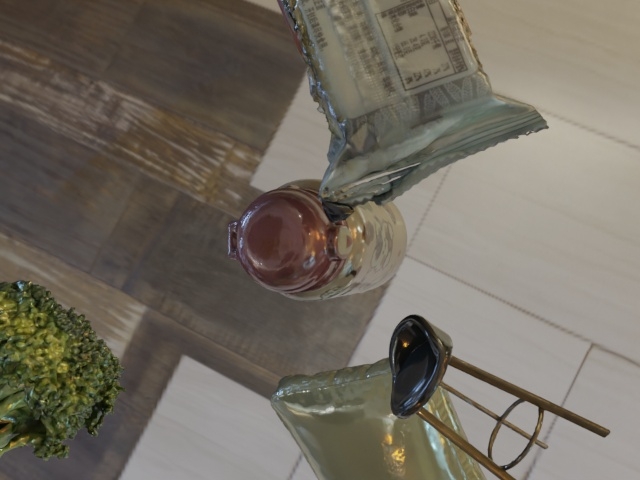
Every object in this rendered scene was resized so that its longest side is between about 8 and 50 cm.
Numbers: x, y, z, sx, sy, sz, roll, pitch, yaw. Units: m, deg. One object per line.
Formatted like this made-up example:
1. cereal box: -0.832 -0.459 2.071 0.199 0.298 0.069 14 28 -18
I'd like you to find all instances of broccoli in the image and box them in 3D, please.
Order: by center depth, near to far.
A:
1. broccoli: -0.442 0.173 1.166 0.375 0.302 0.249 -6 92 18

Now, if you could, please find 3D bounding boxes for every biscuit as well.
1. biscuit: 0.038 -0.184 0.788 0.186 0.079 0.309 -23 74 4

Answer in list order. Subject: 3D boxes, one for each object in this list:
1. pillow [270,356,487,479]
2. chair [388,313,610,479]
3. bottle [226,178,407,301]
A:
1. pillow: 0.097 0.311 1.347 0.255 0.120 0.322 -14 115 27
2. chair: 0.153 0.168 0.904 0.221 0.104 0.095 35 57 -9
3. bottle: 0.000 0.000 0.909 0.120 0.253 0.120 0 92 18
